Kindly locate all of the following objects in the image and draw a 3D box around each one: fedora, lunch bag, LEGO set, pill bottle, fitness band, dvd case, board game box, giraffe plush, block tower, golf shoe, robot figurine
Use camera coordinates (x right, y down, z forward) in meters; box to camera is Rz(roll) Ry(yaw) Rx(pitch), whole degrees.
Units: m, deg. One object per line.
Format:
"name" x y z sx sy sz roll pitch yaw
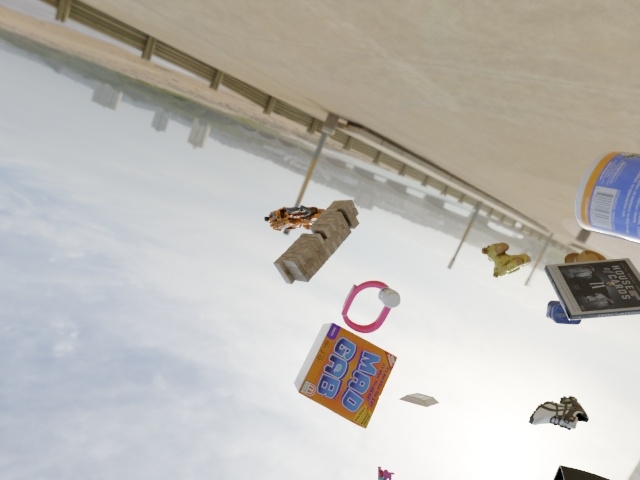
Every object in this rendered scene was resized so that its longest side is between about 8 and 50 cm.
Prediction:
"fedora" 1.088 0.098 1.662 0.194 0.079 0.195 6 -140 -5
"lunch bag" 0.787 0.233 1.327 0.098 0.067 0.065 1 -170 3
"LEGO set" 0.278 1.041 1.667 0.093 0.228 0.087 -1 152 9
"pill bottle" 0.251 0.208 1.497 0.066 0.067 0.120 22 180 -3
"fitness band" 0.217 0.309 1.925 0.208 0.291 0.054 21 -154 -5
"dvd case" 0.785 0.133 1.162 0.238 0.030 0.180 -6 -134 4
"board game box" 0.110 0.655 2.076 0.356 0.357 0.356 28 166 -1
"giraffe plush" 0.902 0.083 2.052 0.181 0.210 0.171 9 -129 -54
"pill bottle" 0.588 -0.055 0.671 0.152 0.153 0.272 15 -172 -36
"block tower" 0.000 0.000 1.338 0.097 0.335 0.091 2 131 48
"golf shoe" 0.776 0.572 1.345 0.197 0.077 0.094 -14 -147 -11
"robot figurine" -0.101 -0.095 1.809 0.210 0.085 0.290 -18 171 38

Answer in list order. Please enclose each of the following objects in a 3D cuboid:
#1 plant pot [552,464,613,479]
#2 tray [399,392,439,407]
"plant pot" 0.762 0.763 1.146 0.166 0.188 0.188 -2 -141 12
"tray" 0.513 0.815 2.130 0.145 0.030 0.270 6 168 31
